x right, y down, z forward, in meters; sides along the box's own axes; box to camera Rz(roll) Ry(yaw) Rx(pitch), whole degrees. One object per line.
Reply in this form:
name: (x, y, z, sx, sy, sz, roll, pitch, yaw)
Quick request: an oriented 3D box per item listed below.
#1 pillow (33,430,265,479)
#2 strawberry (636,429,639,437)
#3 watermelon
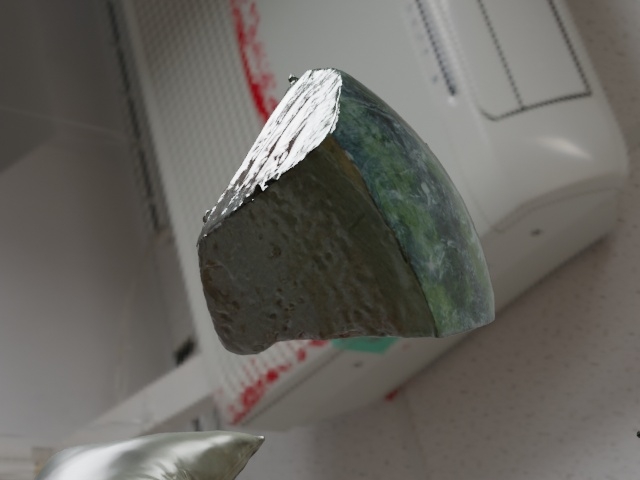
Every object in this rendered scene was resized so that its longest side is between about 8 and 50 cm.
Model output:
pillow: (-0.120, 0.169, 0.682, 0.144, 0.254, 0.078, -18, -75, 17)
strawberry: (0.228, 0.095, 0.514, 0.140, 0.192, 0.085, -58, 174, -7)
watermelon: (0.000, 0.000, 1.210, 0.258, 0.228, 0.387, -41, -156, 7)
